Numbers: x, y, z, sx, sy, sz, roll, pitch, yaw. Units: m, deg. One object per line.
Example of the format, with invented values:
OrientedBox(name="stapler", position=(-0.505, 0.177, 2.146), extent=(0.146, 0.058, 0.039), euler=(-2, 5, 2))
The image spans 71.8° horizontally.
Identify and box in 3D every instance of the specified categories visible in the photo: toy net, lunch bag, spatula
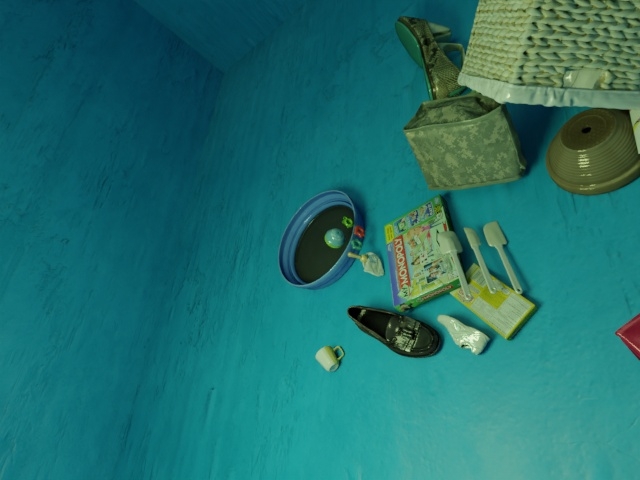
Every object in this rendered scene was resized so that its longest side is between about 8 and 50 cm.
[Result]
OrientedBox(name="toy net", position=(0.126, 0.030, 1.455), extent=(0.122, 0.232, 0.045), euler=(-36, -14, -36))
OrientedBox(name="lunch bag", position=(0.416, -0.276, 1.238), extent=(0.286, 0.235, 0.169), euler=(6, 50, 45))
OrientedBox(name="spatula", position=(0.411, 0.051, 1.147), extent=(0.168, 0.019, 0.242), euler=(-9, 48, 5))

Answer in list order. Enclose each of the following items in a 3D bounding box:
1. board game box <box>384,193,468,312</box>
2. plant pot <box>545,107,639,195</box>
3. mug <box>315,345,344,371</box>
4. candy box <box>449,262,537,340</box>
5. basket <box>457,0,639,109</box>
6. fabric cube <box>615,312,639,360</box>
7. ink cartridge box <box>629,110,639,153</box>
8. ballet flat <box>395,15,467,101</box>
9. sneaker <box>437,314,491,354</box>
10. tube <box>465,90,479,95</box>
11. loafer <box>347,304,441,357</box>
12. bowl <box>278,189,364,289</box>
OrientedBox(name="board game box", position=(0.298, 0.034, 1.305), extent=(0.213, 0.046, 0.318), euler=(-31, 40, 30))
OrientedBox(name="plant pot", position=(0.657, -0.237, 1.067), extent=(0.237, 0.109, 0.238), euler=(-28, 46, 34))
OrientedBox(name="mug", position=(0.030, 0.369, 1.383), extent=(0.078, 0.062, 0.064), euler=(-55, 45, 14))
OrientedBox(name="candy box", position=(0.430, 0.150, 1.117), extent=(0.105, 0.027, 0.206), euler=(-53, 37, 8))
OrientedBox(name="basket", position=(0.543, -0.463, 1.020), extent=(0.331, 0.327, 0.267), euler=(-96, 9, -62))
OrientedBox(name="fabric cube", position=(0.666, 0.188, 0.647), extent=(0.259, 0.254, 0.258), euler=(-46, 40, 15))
OrientedBox(name="ink cartridge box", position=(0.751, -0.243, 0.953), extent=(0.067, 0.115, 0.198), euler=(97, -177, -63))
OrientedBox(name="ballet flat", position=(0.423, -0.685, 1.621), extent=(0.181, 0.164, 0.483), euler=(-20, 54, 11))
OrientedBox(name="sneaker", position=(0.352, 0.236, 1.123), extent=(0.152, 0.053, 0.061), euler=(27, 88, 52))
OrientedBox(name="tube", position=(0.440, -0.421, 1.476), extent=(0.240, 0.062, 0.070), euler=(-27, 6, 40))
OrientedBox(name="loafer", position=(0.193, 0.250, 1.252), extent=(0.302, 0.095, 0.109), euler=(11, 74, 51))
OrientedBox(name="bowl", position=(0.000, 0.000, 1.654), extent=(0.391, 0.077, 0.392), euler=(-27, 48, 34))
